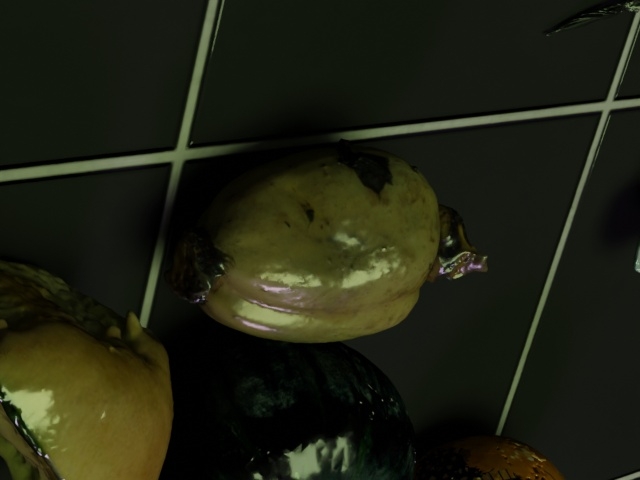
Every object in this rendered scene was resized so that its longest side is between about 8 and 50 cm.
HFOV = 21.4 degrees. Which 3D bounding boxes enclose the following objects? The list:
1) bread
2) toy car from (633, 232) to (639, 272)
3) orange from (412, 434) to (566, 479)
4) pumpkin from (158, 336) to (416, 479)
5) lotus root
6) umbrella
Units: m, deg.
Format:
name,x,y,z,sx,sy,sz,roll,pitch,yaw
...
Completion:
name,x,y,z,sx,sy,sz,roll,pitch,yaw
bread,-0.175,0.100,1.176,0.133,0.174,0.251,-39,135,-21
toy car,0.360,-0.024,1.704,0.186,0.058,0.093,-25,134,-47
orange,0.157,0.302,1.659,0.234,0.182,0.234,-26,125,-43
pumpkin,-0.037,0.178,1.349,0.233,0.163,0.233,-19,144,-14
lotus root,0.000,0.000,1.295,0.257,0.140,0.154,-5,128,-36
umbrella,0.254,-0.204,1.495,0.149,0.022,0.022,-17,166,-26
